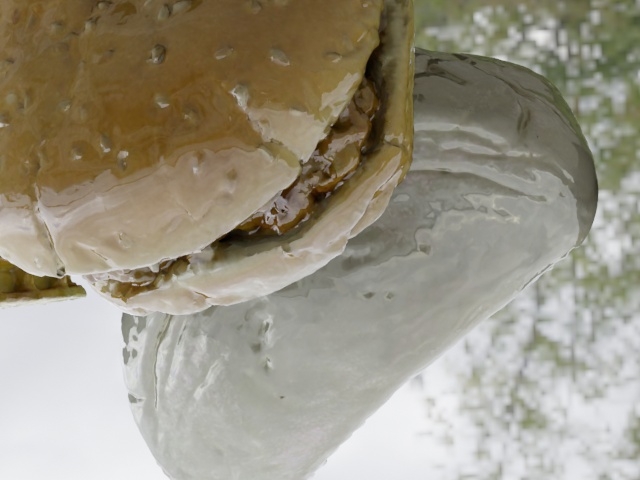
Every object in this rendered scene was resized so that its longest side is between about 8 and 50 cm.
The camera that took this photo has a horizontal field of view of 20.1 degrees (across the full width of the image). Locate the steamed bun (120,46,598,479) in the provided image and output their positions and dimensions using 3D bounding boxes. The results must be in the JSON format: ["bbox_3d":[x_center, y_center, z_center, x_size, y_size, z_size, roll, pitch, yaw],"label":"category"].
[{"bbox_3d":[0.000,-0.005,1.314,0.383,0.236,0.247,-44,-165,17],"label":"steamed bun"}]

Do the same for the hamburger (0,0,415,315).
[{"bbox_3d":[-0.074,-0.106,0.959,0.259,0.144,0.283,-27,-135,23],"label":"hamburger"}]

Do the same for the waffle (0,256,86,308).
[{"bbox_3d":[-0.269,-0.022,1.498,0.055,0.160,0.211,-17,173,41],"label":"waffle"}]
